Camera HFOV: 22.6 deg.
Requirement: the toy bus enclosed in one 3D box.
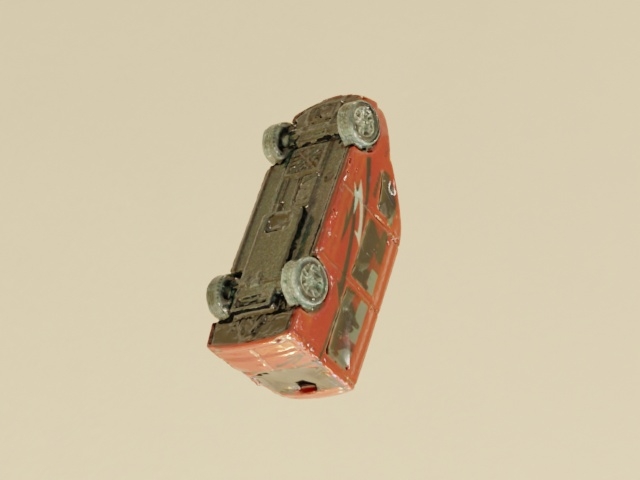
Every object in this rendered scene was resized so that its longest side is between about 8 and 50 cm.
[{"bbox_3d":[0.000,0.000,1.021,0.089,0.081,0.195,41,-128,-34],"label":"toy bus"}]
